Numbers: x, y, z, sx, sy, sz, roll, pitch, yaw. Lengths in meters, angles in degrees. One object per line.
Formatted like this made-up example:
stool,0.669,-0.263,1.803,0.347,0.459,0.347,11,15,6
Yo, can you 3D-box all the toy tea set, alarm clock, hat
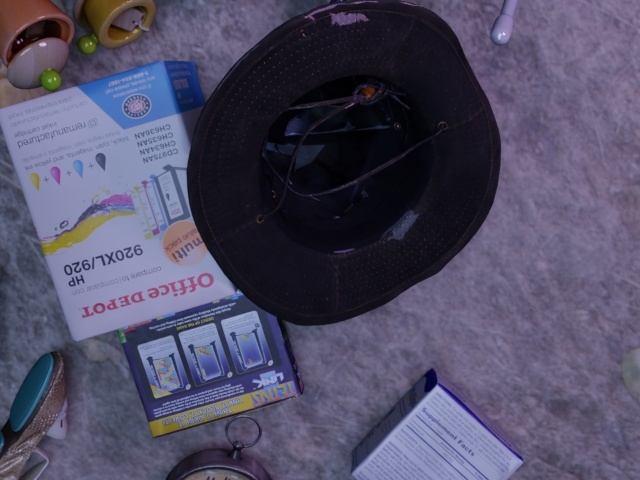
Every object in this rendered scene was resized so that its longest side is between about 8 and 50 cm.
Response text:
toy tea set,-0.155,-0.249,1.023,0.336,0.200,0.124,-40,74,6
alarm clock,-0.105,0.274,1.159,0.129,0.064,0.192,18,104,-6
hat,0.007,-0.086,1.028,0.331,0.134,0.331,-13,122,-21

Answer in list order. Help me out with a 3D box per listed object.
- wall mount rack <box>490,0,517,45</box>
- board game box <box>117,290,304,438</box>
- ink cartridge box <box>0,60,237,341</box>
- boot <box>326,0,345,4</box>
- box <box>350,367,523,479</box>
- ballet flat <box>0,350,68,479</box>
wall mount rack,0.126,-0.348,1.019,0.350,0.130,0.304,26,83,-1
board game box,-0.118,0.121,1.152,0.170,0.048,0.141,-16,99,4
ink cartridge box,-0.186,-0.045,1.070,0.171,0.168,0.233,-16,98,4
boot,0.020,-0.265,1.092,0.086,0.069,0.190,14,89,5
box,0.122,0.232,1.146,0.126,0.072,0.137,42,98,-3
ballet flat,-0.319,0.214,1.171,0.067,0.073,0.206,29,101,-30
